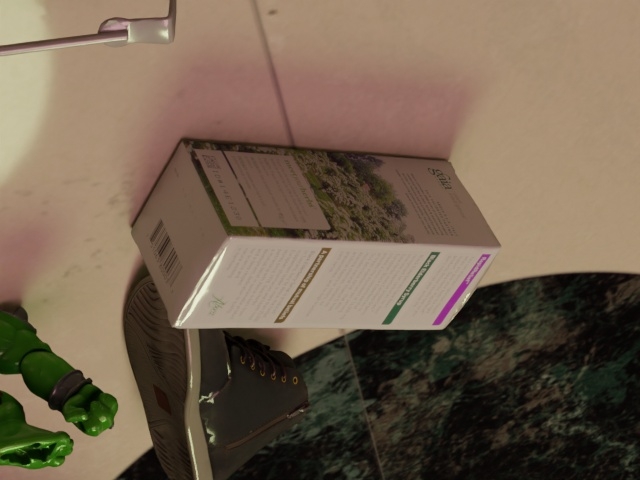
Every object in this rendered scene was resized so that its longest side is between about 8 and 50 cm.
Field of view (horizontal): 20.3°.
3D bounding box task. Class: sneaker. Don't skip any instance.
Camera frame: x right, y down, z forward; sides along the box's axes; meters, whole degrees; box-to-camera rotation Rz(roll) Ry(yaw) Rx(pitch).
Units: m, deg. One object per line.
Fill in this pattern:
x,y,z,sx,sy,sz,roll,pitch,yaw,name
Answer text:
-0.075,0.085,1.345,0.118,0.083,0.222,-32,142,-27,sneaker

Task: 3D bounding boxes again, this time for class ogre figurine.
-0.247,0.115,1.218,0.197,0.118,0.097,-31,149,8,ogre figurine

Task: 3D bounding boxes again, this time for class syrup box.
0.000,0.000,1.253,0.236,0.093,0.096,3,135,-36,syrup box

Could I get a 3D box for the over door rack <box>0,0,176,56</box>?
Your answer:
-0.221,-0.149,0.912,0.324,0.108,0.239,-17,144,-14,over door rack
